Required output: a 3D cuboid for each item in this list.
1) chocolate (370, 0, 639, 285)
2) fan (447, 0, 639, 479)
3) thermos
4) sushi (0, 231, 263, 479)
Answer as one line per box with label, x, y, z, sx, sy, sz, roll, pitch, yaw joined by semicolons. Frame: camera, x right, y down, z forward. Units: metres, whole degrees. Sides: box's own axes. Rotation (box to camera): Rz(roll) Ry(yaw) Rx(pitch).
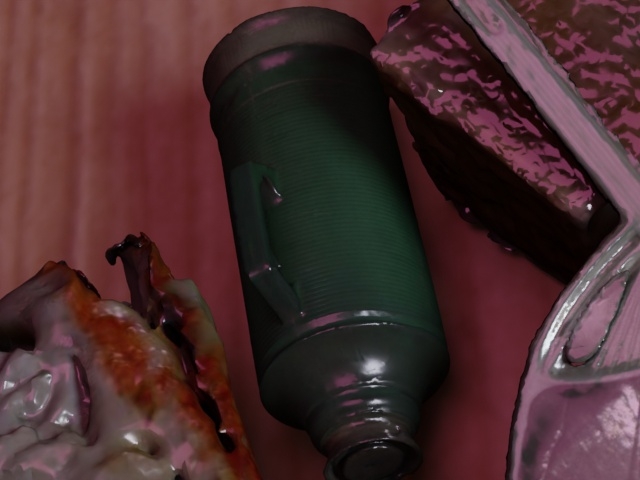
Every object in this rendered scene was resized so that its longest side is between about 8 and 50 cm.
chocolate;0.176;-0.119;0.680;0.321;0.112;0.112;-42;57;-6
fan;0.161;0.028;0.580;0.223;0.012;0.294;-9;73;8
thermos;0.004;0.001;0.694;0.073;0.083;0.188;-8;53;-6
sushi;-0.064;0.142;0.599;0.130;0.124;0.332;-16;48;-4
